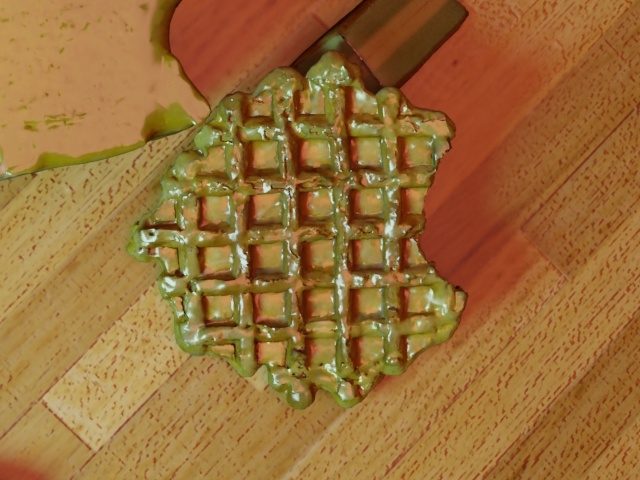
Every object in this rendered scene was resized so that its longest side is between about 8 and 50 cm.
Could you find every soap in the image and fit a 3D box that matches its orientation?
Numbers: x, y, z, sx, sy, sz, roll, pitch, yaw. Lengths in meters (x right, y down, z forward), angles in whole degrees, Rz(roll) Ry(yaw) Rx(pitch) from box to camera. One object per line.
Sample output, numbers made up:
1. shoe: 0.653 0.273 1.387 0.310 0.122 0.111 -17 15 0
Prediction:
1. soap: -0.223 -0.114 1.136 0.259 0.281 0.143 -9 95 -10

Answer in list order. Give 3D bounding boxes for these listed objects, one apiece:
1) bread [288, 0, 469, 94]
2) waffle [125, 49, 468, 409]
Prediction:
1. bread: 0.048 -0.162 1.328 0.074 0.084 0.139 48 51 -8
2. waffle: 0.000 0.000 1.272 0.291 0.051 0.291 -1 104 -2
